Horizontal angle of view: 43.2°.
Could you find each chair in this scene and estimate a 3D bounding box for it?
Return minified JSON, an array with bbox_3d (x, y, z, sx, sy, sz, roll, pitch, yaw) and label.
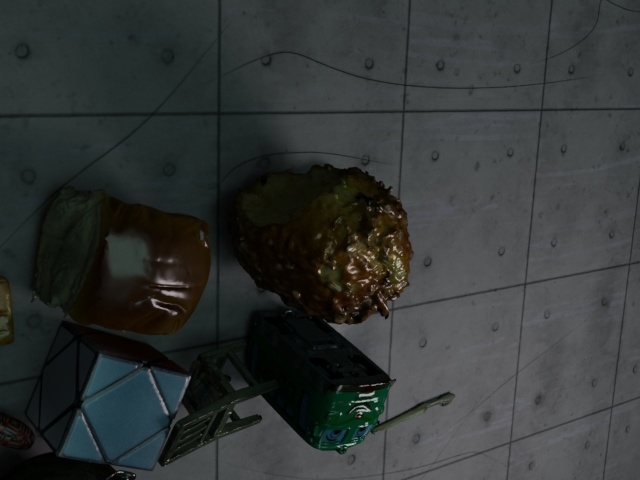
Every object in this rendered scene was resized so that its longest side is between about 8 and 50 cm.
[{"bbox_3d":[-0.237,0.324,1.649,0.270,0.147,0.136,-14,141,-44],"label":"chair"}]

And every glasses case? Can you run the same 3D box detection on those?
[{"bbox_3d":[-0.614,0.331,1.476,0.194,0.073,0.049,32,82,-37],"label":"glasses case"}]

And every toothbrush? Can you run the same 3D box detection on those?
[{"bbox_3d":[0.250,0.462,2.160,0.294,0.026,0.028,-12,124,-33],"label":"toothbrush"}]

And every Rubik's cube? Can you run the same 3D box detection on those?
[{"bbox_3d":[-0.406,0.295,1.535,0.205,0.207,0.204,23,88,-39],"label":"Rubik's cube"}]

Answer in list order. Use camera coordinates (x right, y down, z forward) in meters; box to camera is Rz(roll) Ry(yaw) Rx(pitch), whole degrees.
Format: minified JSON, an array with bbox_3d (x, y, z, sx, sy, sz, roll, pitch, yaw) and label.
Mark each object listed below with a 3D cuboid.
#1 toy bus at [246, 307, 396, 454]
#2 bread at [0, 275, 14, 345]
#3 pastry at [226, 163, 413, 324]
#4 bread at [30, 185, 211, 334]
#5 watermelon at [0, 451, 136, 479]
[{"bbox_3d":[-0.016,0.301,1.740,0.184,0.343,0.199,3,110,-36],"label":"toy bus"},{"bbox_3d":[-0.593,0.128,1.452,0.074,0.053,0.132,-7,104,-34],"label":"bread"},{"bbox_3d":[0.014,0.011,1.654,0.292,0.405,0.337,-51,125,-33],"label":"pastry"},{"bbox_3d":[-0.355,0.040,1.494,0.279,0.225,0.250,11,96,-42],"label":"bread"},{"bbox_3d":[-0.493,0.534,1.474,0.359,0.279,0.279,-44,127,11],"label":"watermelon"}]
